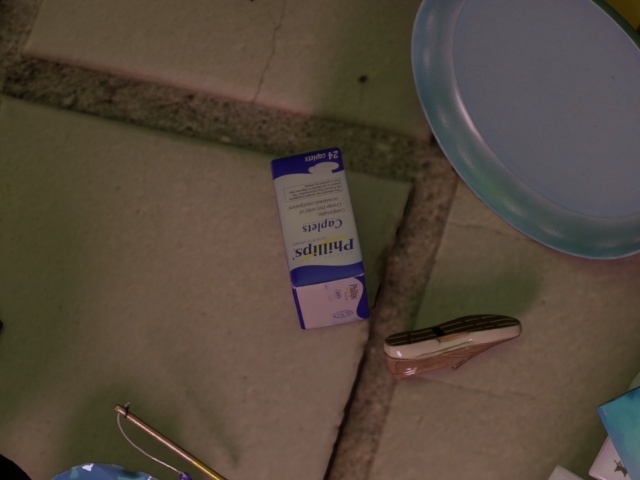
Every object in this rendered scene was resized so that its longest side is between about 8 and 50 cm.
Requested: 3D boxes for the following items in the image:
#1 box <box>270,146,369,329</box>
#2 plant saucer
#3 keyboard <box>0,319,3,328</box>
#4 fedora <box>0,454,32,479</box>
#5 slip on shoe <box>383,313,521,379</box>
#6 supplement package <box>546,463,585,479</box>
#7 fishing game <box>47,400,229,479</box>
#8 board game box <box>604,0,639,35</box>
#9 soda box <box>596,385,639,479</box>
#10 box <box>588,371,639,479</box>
[{"bbox_3d":[0.000,0.000,1.668,0.072,0.126,0.137,-11,68,0],"label":"box"},{"bbox_3d":[0.218,-0.127,1.610,0.317,0.317,0.044,40,57,18],"label":"plant saucer"},{"bbox_3d":[-0.484,0.040,1.752,0.201,0.033,0.317,-35,68,-15],"label":"keyboard"},{"bbox_3d":[-0.410,0.277,1.538,0.334,0.334,0.152,8,98,9],"label":"fedora"},{"bbox_3d":[0.130,0.104,1.663,0.135,0.051,0.041,-12,108,-8],"label":"slip on shoe"},{"bbox_3d":[0.209,0.311,1.537,0.105,0.105,0.179,31,74,15],"label":"supplement package"},{"bbox_3d":[-0.198,0.299,1.590,0.189,0.041,0.264,40,74,-4],"label":"fishing game"},{"bbox_3d":[0.219,-0.288,1.698,0.316,0.242,0.064,40,106,18],"label":"board game box"},{"bbox_3d":[0.313,0.222,1.455,0.071,0.067,0.210,-27,79,8],"label":"soda box"},{"bbox_3d":[0.365,0.176,1.547,0.182,0.119,0.181,28,89,15],"label":"box"}]
